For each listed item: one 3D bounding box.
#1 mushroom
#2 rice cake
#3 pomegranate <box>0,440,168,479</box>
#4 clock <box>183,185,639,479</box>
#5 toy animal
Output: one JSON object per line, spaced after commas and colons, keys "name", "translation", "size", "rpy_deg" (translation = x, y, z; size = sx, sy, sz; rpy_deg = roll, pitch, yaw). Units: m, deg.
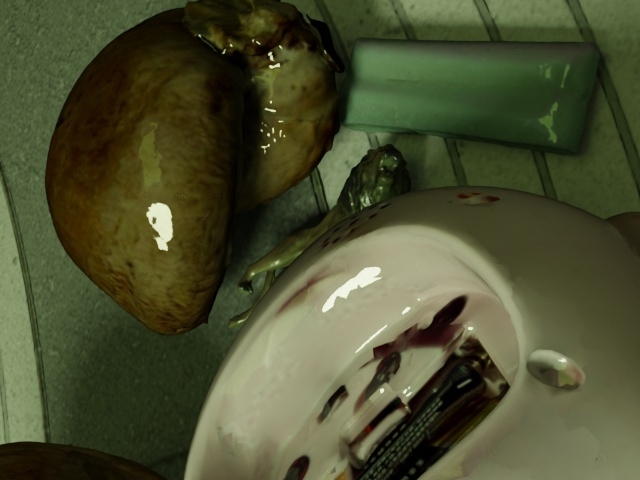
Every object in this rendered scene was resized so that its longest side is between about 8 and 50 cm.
{"name": "mushroom", "translation": [-0.107, -0.079, 0.935], "size": [0.195, 0.263, 0.283], "rpy_deg": [36, 102, -5]}
{"name": "rice cake", "translation": [0.103, -0.115, 0.880], "size": [0.221, 0.042, 0.080], "rpy_deg": [11, 89, 43]}
{"name": "pomegranate", "translation": [-0.200, 0.297, 0.870], "size": [0.322, 0.322, 0.322], "rpy_deg": [-11, 74, 39]}
{"name": "clock", "translation": [0.069, 0.116, 0.668], "size": [0.368, 0.250, 0.377], "rpy_deg": [-48, 24, 10]}
{"name": "toy animal", "translation": [0.000, 0.014, 0.930], "size": [0.220, 0.069, 0.086], "rpy_deg": [-39, 39, 24]}
